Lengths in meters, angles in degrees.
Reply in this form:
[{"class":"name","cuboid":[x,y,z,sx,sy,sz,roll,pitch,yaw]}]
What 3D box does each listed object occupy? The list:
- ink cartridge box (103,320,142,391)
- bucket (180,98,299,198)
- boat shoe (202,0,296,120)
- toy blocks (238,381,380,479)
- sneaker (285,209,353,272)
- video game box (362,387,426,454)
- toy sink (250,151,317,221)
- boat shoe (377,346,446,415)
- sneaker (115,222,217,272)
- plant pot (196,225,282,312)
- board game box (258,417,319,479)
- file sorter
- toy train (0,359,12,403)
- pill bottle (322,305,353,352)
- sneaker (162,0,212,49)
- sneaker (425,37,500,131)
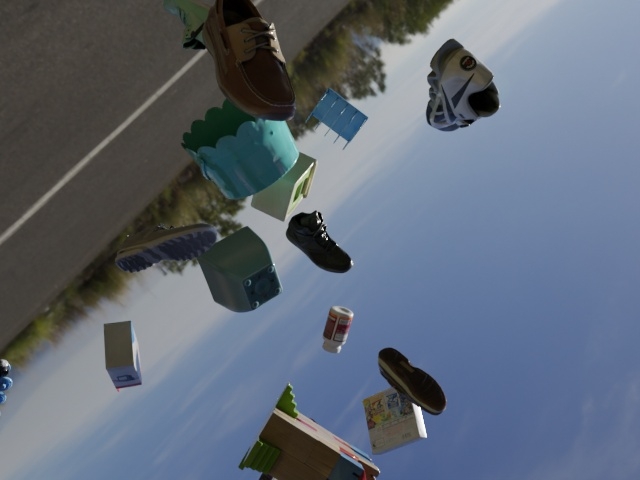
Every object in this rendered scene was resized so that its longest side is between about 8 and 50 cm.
[{"class":"ink cartridge box","cuboid":[-0.560,0.336,1.767,0.078,0.134,0.231,-7,152,-13]},{"class":"bucket","cuboid":[-0.203,-0.252,1.620,0.281,0.183,0.281,-22,-148,15]},{"class":"boat shoe","cuboid":[-0.131,-0.343,1.118,0.123,0.324,0.116,-11,144,-32]},{"class":"toy blocks","cuboid":[-0.004,0.437,1.235,0.190,0.261,0.381,-58,177,-9]},{"class":"sneaker","cuboid":[0.000,0.000,1.772,0.087,0.227,0.130,-42,163,-28]},{"class":"video game box","cuboid":[0.239,0.583,2.031,0.205,0.048,0.187,-34,-126,35]},{"class":"toy sink","cuboid":[-0.099,-0.195,1.942,0.234,0.131,0.152,-56,169,-49]},{"class":"boat shoe","cuboid":[0.257,0.413,1.754,0.095,0.095,0.257,-13,-143,-28]},{"class":"sneaker","cuboid":[-0.408,-0.009,1.623,0.282,0.105,0.115,-13,-127,10]},{"class":"plant pot","cuboid":[-0.282,0.132,2.375,0.248,0.247,0.252,-31,-146,-24]},{"class":"board game box","cuboid":[-0.136,0.802,2.219,0.208,0.056,0.346,-34,154,-50]},{"class":"file sorter","cuboid":[0.052,-0.406,2.098,0.118,0.170,0.104,-50,-173,38]},{"class":"toy train","cuboid":[-0.801,0.355,1.460,0.184,0.105,0.080,-61,-140,18]},{"class":"pill bottle","cuboid":[0.056,0.314,2.179,0.086,0.086,0.151,-93,-162,-78]},{"class":"sneaker","cuboid":[-0.436,-0.699,1.988,0.151,0.256,0.094,-59,158,-15]},{"class":"sneaker","cuboid":[0.320,-0.299,1.365,0.122,0.146,0.330,-51,163,0]}]
